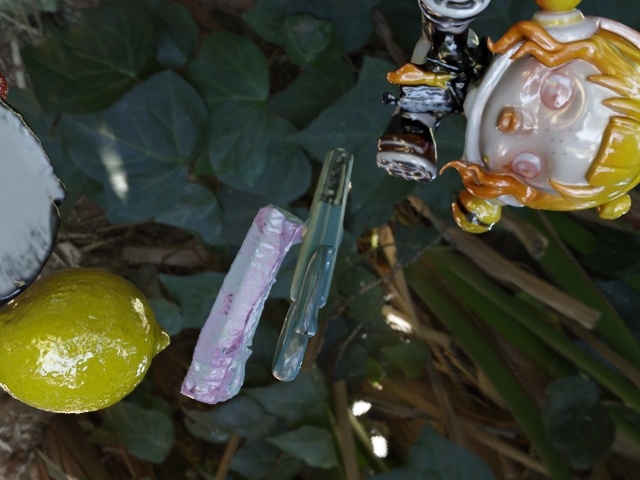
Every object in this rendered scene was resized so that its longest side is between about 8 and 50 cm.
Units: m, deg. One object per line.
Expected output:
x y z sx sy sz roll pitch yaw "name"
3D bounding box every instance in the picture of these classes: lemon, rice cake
-0.311 0.125 0.999 0.244 0.187 0.187 2 123 -30 "lemon"
-0.091 0.085 0.960 0.051 0.081 0.290 -88 -157 -66 "rice cake"

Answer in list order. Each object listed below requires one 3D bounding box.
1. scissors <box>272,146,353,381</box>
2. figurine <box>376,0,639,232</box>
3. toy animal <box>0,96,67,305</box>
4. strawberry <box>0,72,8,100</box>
0.000 0.000 0.782 0.138 0.041 0.289 110 -3 -45 "scissors"
0.243 -0.151 0.884 0.196 0.323 0.320 -46 156 -55 "figurine"
-0.428 -0.019 0.734 0.251 0.310 0.251 -5 90 -70 "toy animal"
-0.466 -0.256 0.970 0.111 0.236 0.190 -38 -178 36 "strawberry"
